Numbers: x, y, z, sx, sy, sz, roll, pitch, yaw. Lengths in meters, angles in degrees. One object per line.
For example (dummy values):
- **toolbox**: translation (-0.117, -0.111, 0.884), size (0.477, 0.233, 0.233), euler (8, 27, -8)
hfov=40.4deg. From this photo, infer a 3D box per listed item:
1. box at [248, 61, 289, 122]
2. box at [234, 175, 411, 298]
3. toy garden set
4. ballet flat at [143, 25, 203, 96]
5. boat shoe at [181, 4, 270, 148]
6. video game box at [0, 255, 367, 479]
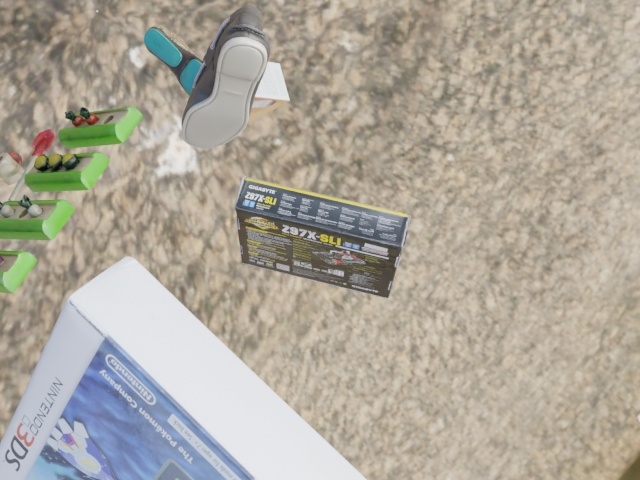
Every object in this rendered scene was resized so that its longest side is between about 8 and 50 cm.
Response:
- **box**: translation (-0.176, -0.319, 1.853), size (0.170, 0.130, 0.091), euler (-5, 77, -49)
- **box**: translation (0.000, 0.000, 1.699), size (0.322, 0.257, 0.079), euler (13, 63, 5)
- **toy garden set**: translation (-0.334, -0.059, 0.951), size (0.049, 0.204, 0.244), euler (52, 54, -37)
- **ballet flat**: translation (-0.252, -0.335, 1.674), size (0.073, 0.067, 0.206), euler (-43, 84, 23)
- **boat shoe**: translation (-0.166, -0.282, 1.552), size (0.112, 0.335, 0.095), euler (14, 59, -18)
- **video game box**: translation (-0.062, 0.137, 0.417), size (0.205, 0.048, 0.187), euler (42, 133, 7)
